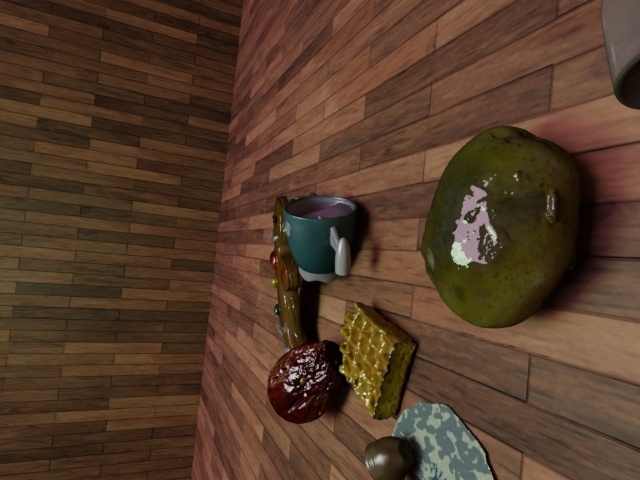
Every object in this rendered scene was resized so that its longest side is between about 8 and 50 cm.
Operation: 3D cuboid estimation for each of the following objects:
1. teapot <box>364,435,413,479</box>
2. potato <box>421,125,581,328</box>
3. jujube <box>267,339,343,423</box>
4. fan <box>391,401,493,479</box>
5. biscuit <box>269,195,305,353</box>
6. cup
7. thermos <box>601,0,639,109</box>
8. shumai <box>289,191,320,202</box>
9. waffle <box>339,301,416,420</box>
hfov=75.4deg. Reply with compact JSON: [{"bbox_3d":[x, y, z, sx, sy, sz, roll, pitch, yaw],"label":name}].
[{"bbox_3d":[0.129,0.384,0.697,0.080,0.085,0.110,-39,74,28],"label":"teapot"},{"bbox_3d":[0.214,-0.017,0.513,0.197,0.149,0.228,49,127,40],"label":"potato"},{"bbox_3d":[-0.026,0.320,0.958,0.236,0.168,0.168,-50,39,34],"label":"jujube"},{"bbox_3d":[0.180,0.326,0.657,0.240,0.009,0.131,151,123,-61],"label":"fan"},{"bbox_3d":[-0.107,0.095,1.144,0.283,0.064,0.432,-140,44,-73],"label":"biscuit"},{"bbox_3d":[0.000,0.000,0.967,0.299,0.168,0.173,-129,36,-59],"label":"cup"},{"bbox_3d":[0.334,-0.236,0.378,0.137,0.105,0.193,-13,63,37],"label":"thermos"},{"bbox_3d":[-0.019,-0.084,1.133,0.087,0.124,0.099,-47,-6,-45],"label":"shumai"},{"bbox_3d":[0.093,0.222,0.821,0.211,0.055,0.160,-144,64,-63],"label":"waffle"}]
